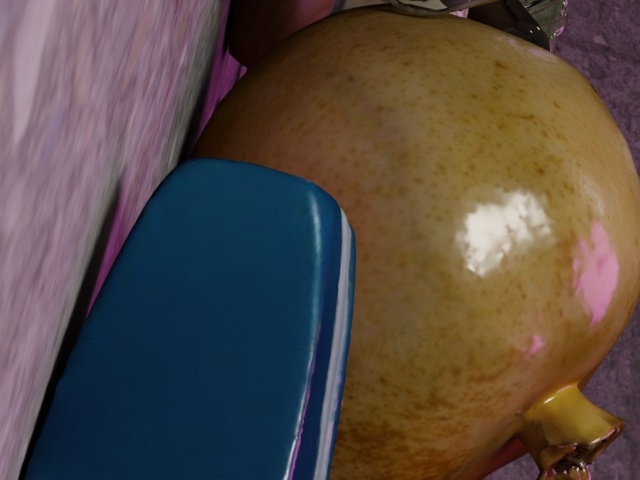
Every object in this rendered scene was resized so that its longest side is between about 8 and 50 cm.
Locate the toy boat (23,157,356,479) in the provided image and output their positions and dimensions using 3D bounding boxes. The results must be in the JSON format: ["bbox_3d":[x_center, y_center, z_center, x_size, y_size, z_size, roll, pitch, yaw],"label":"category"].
[{"bbox_3d":[-0.057,0.111,0.385,0.062,0.096,0.299,85,18,-66],"label":"toy boat"}]

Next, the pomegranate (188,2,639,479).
[{"bbox_3d":[0.055,0.019,0.742,0.319,0.319,0.319,-166,-90,-87],"label":"pomegranate"}]

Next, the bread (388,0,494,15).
[{"bbox_3d":[0.074,-0.241,0.672,0.212,0.142,0.224,-27,104,-67],"label":"bread"}]

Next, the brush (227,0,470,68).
[{"bbox_3d":[0.032,-0.212,0.874,0.267,0.166,0.174,107,-4,-68],"label":"brush"}]

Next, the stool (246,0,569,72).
[{"bbox_3d":[0.065,-0.159,1.204,0.226,0.310,0.310,-69,175,-53],"label":"stool"}]
